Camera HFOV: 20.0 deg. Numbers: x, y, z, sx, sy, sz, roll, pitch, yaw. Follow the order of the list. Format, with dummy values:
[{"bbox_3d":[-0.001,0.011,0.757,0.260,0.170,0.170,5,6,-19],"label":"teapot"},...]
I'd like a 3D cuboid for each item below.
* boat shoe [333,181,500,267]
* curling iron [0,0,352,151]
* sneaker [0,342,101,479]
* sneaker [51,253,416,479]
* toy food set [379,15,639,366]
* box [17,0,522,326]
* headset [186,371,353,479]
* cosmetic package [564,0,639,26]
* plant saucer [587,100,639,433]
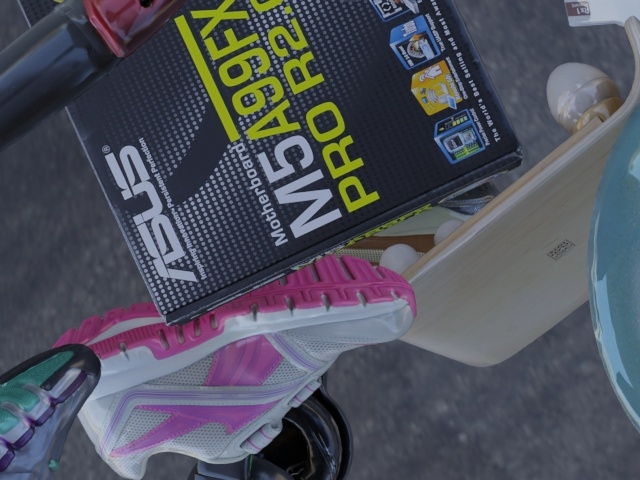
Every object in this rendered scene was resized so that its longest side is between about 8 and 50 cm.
[{"bbox_3d":[0.000,0.000,1.566,0.324,0.122,0.120,0,120,-17],"label":"boat shoe"},{"bbox_3d":[-0.062,-0.068,0.620,0.274,0.035,0.068,-32,80,-14],"label":"curling iron"},{"bbox_3d":[-0.202,0.163,1.094,0.223,0.083,0.098,-45,112,-21],"label":"sneaker"},{"bbox_3d":[-0.052,0.086,1.218,0.252,0.103,0.111,-16,110,8],"label":"sneaker"},{"bbox_3d":[0.157,-0.027,1.356,0.306,0.092,0.220,-39,151,16],"label":"toy food set"},{"bbox_3d":[-0.040,-0.118,0.995,0.216,0.060,0.270,-24,85,3],"label":"box"},{"bbox_3d":[-0.028,0.237,1.698,0.185,0.243,0.394,11,119,14],"label":"headset"},{"bbox_3d":[0.308,-0.260,1.501,0.238,0.127,0.107,-29,112,-43],"label":"cosmetic package"},{"bbox_3d":[0.317,0.019,1.202,0.318,0.044,0.317,0,89,-28],"label":"plant saucer"}]
